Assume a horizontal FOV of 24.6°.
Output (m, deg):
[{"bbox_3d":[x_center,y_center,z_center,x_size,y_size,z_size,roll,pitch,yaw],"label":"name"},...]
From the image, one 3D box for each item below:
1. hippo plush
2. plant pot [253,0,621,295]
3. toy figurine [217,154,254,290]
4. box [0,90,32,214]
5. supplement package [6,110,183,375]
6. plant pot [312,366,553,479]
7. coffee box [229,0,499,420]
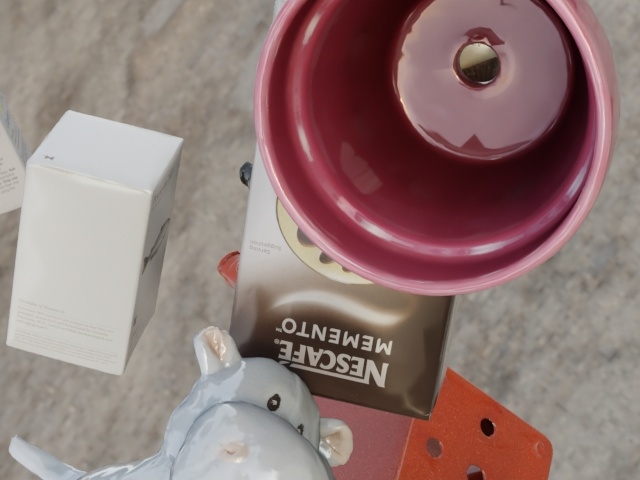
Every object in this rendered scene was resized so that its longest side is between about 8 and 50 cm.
[{"bbox_3d":[-0.073,0.213,1.067,0.236,0.234,0.294,-41,18,7],"label":"hippo plush"},{"bbox_3d":[0.082,-0.088,0.866,0.201,0.201,0.180,-44,-1,23],"label":"plant pot"},{"bbox_3d":[0.000,0.000,1.778,0.148,0.210,0.213,36,118,44],"label":"toy figurine"},{"bbox_3d":[-0.350,-0.087,1.394,0.126,0.137,0.072,-20,29,1],"label":"box"},{"bbox_3d":[-0.186,0.001,1.211,0.105,0.105,0.179,-70,-7,-60],"label":"supplement package"},{"bbox_3d":[0.080,0.264,1.489,0.236,0.267,0.267,-28,34,47],"label":"plant pot"},{"bbox_3d":[0.036,-0.033,1.114,0.119,0.168,0.297,-56,-24,-71],"label":"coffee box"}]
